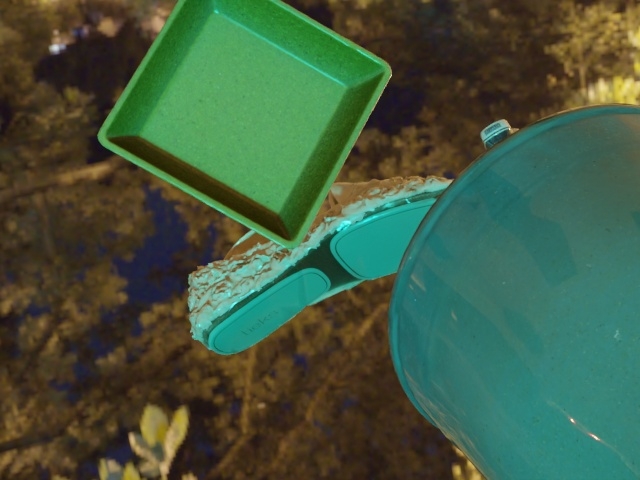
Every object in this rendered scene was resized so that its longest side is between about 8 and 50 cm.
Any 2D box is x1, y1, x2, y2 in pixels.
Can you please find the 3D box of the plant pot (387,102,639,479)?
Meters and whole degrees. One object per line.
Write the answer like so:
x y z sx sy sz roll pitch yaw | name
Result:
0.215 0.089 0.687 0.271 0.272 0.255 -14 -148 -15 | plant pot

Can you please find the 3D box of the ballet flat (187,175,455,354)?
0.000 0.000 1.449 0.409 0.147 0.147 -27 -166 7 | ballet flat

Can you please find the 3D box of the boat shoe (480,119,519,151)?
0.308 -0.137 1.850 0.065 0.083 0.183 -29 168 15 | boat shoe

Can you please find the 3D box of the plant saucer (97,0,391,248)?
-0.063 -0.111 0.965 0.188 0.188 0.045 29 166 -4 | plant saucer
